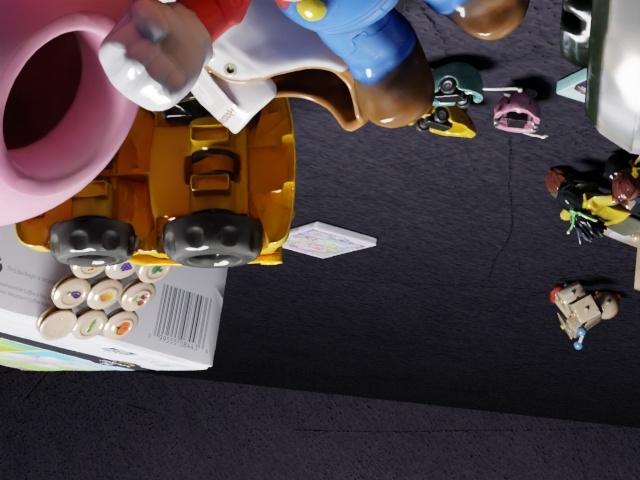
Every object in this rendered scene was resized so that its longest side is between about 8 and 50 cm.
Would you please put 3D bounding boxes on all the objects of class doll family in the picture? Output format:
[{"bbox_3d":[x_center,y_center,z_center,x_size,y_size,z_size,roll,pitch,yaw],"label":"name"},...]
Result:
[{"bbox_3d":[0.277,-0.041,1.247,0.111,0.076,0.193,20,157,-26],"label":"doll family"}]

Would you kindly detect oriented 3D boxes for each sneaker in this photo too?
[{"bbox_3d":[-0.086,-0.145,0.917,0.290,0.123,0.106,13,167,-13],"label":"sneaker"}]

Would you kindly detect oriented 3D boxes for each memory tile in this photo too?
[{"bbox_3d":[-0.188,0.035,1.248,0.113,0.148,0.012,7,-146,-46],"label":"memory tile"}]

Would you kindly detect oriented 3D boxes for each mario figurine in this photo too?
[{"bbox_3d":[0.006,-0.144,0.745,0.170,0.198,0.320,14,176,35],"label":"mario figurine"}]

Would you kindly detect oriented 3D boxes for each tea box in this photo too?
[{"bbox_3d":[-0.321,0.002,1.423,0.324,0.219,0.329,-4,162,41],"label":"tea box"}]

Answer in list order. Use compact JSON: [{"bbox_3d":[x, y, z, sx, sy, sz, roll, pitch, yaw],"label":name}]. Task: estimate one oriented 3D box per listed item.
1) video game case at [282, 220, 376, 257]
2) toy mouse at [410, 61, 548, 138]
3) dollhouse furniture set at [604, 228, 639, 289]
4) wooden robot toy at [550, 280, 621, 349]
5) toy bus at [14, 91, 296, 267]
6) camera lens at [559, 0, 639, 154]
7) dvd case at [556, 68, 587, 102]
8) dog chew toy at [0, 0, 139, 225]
[{"bbox_3d":[0.000,0.000,1.671,0.087,0.011,0.122,16,164,-29],"label":"video game case"},{"bbox_3d":[0.128,-0.116,1.099,0.161,0.031,0.143,12,166,-16],"label":"toy mouse"},{"bbox_3d":[0.392,0.147,1.336,0.174,0.355,0.303,17,164,-31],"label":"dollhouse furniture set"},{"bbox_3d":[0.345,0.080,1.746,0.079,0.076,0.173,-28,163,-1],"label":"wooden robot toy"},{"bbox_3d":[-0.129,-0.040,1.136,0.220,0.149,0.211,-2,167,-1],"label":"toy bus"},{"bbox_3d":[0.243,-0.137,0.563,0.274,0.219,0.219,5,166,11],"label":"camera lens"},{"bbox_3d":[0.258,-0.116,1.066,0.120,0.013,0.087,13,165,-23],"label":"dvd case"},{"bbox_3d":[-0.262,-0.143,0.819,0.332,0.206,0.206,29,177,29],"label":"dog chew toy"}]
